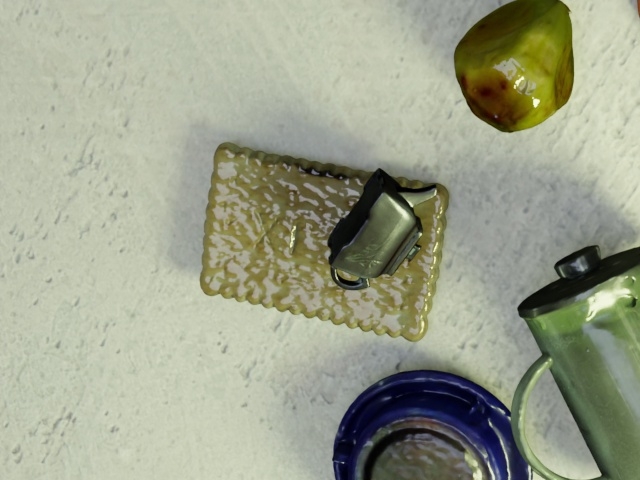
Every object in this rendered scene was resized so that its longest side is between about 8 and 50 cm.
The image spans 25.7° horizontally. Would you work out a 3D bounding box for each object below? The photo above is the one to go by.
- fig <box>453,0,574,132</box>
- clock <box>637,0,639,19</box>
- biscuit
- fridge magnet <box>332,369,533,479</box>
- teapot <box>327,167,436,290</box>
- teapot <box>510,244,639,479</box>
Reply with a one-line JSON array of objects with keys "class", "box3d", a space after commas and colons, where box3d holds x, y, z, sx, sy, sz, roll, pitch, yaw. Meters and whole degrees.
[{"class": "fig", "box3d": [0.234, -0.211, 1.654, 0.154, 0.144, 0.165, 22, 88, -22]}, {"class": "clock", "box3d": [0.467, -0.283, 1.604, 0.205, 0.051, 0.205, 5, 105, 19]}, {"class": "biscuit", "box3d": [0.000, 0.000, 1.830, 0.325, 0.044, 0.217, 11, 105, 15]}, {"class": "fridge magnet", "box3d": [0.142, 0.297, 1.818, 0.265, 0.112, 0.265, 5, 106, 16]}, {"class": "teapot", "box3d": [0.080, -0.007, 1.744, 0.096, 0.087, 0.177, 31, 110, -15]}, {"class": "teapot", "box3d": [0.350, 0.180, 1.665, 0.270, 0.200, 0.337, -26, 92, -9]}]
